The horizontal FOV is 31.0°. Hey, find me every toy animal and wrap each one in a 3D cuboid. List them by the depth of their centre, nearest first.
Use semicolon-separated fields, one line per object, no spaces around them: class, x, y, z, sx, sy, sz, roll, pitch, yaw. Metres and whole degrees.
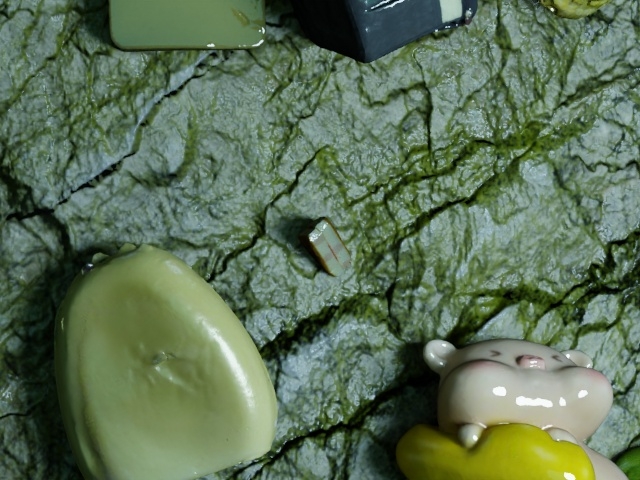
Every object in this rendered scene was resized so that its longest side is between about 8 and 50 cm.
toy animal;0.289;0.238;1.470;0.345;0.277;0.247;21;73;-8

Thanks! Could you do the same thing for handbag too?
handbag;0.071;-0.327;1.417;0.181;0.254;0.181;-25;111;-12

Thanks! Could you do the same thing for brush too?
brush;-0.170;-0.302;1.462;0.197;0.059;0.123;-2;94;-11

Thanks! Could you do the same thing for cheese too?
cheese;-0.203;0.156;1.424;0.259;0.128;0.316;-18;92;-9

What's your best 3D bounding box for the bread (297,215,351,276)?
bread;0.000;0.000;1.506;0.043;0.062;0.109;-41;140;-7

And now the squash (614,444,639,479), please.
squash;0.532;0.309;1.612;0.258;0.069;0.069;0;90;-12

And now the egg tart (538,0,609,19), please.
egg tart;0.379;-0.423;1.493;0.294;0.123;0.294;-18;120;-34
